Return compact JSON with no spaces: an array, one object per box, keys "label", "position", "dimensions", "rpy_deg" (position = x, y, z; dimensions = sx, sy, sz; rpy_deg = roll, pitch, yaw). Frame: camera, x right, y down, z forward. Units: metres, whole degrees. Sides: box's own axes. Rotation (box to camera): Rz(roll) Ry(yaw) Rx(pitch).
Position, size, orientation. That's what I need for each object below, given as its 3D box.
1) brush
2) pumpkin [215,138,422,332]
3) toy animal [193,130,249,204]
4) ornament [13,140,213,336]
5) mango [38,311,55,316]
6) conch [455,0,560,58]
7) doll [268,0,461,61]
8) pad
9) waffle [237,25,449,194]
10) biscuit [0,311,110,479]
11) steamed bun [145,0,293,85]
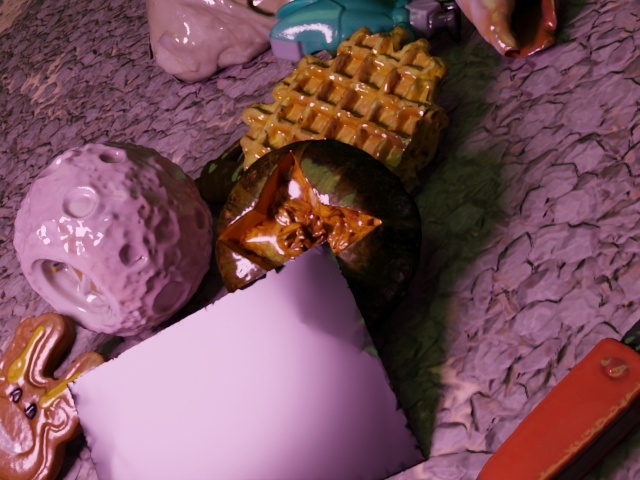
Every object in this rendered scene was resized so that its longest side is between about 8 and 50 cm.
[{"label":"brush","position":[0.209,0.179,0.955],"dimensions":[0.323,0.051,0.070],"rpy_deg":[-42,41,-5]},{"label":"pumpkin","position":[0.000,0.000,1.222],"dimensions":[0.238,0.159,0.238],"rpy_deg":[-3,81,20]},{"label":"toy animal","position":[-0.157,-0.088,1.576],"dimensions":[0.230,0.066,0.224],"rpy_deg":[-50,35,-2]},{"label":"ornament","position":[-0.266,-0.011,1.431],"dimensions":[0.259,0.259,0.225],"rpy_deg":[-3,41,42]},{"label":"mango","position":[-0.403,0.147,1.574],"dimensions":[0.079,0.057,0.114],"rpy_deg":[-37,27,14]},{"label":"conch","position":[0.235,-0.330,1.431],"dimensions":[0.158,0.127,0.255],"rpy_deg":[-1,65,-4]},{"label":"doll","position":[0.058,-0.270,1.515],"dimensions":[0.258,0.153,0.195],"rpy_deg":[17,45,33]},{"label":"pad","position":[-0.095,0.189,1.152],"dimensions":[0.367,0.007,0.248],"rpy_deg":[-29,72,19]},{"label":"waffle","position":[0.032,-0.130,1.380],"dimensions":[0.312,0.060,0.307],"rpy_deg":[-31,55,16]},{"label":"biscuit","position":[-0.390,0.238,1.399],"dimensions":[0.186,0.044,0.295],"rpy_deg":[36,96,31]},{"label":"steamed bun","position":[-0.156,-0.455,1.813],"dimensions":[0.394,0.237,0.346],"rpy_deg":[-45,35,-5]}]
